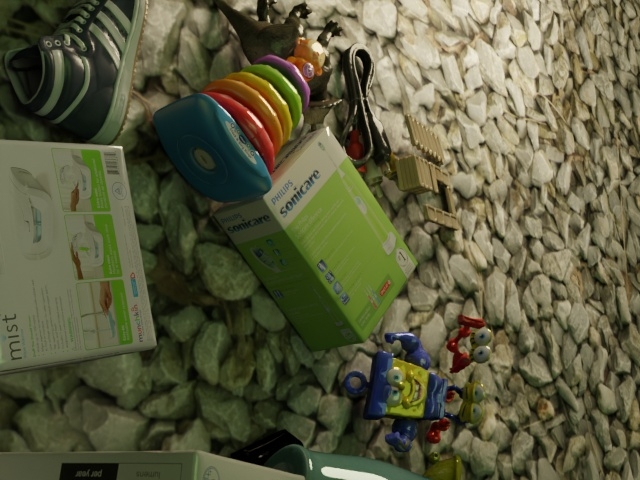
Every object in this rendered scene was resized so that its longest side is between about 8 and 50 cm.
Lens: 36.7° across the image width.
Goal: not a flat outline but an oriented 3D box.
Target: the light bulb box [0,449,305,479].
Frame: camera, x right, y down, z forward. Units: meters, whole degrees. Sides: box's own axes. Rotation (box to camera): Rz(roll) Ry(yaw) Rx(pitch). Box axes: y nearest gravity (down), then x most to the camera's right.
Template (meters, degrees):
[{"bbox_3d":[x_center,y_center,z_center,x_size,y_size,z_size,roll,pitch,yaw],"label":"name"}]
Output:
[{"bbox_3d":[-0.223,0.404,0.961,0.225,0.358,0.361,35,53,-57],"label":"light bulb box"}]

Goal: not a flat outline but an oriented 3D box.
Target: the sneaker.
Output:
[{"bbox_3d":[-0.324,-0.278,1.281,0.153,0.099,0.282,19,68,-44],"label":"sneaker"}]

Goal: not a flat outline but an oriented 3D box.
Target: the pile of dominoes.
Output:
[{"bbox_3d":[0.193,-0.119,1.791,0.251,0.040,0.195,13,66,-69],"label":"pile of dominoes"}]

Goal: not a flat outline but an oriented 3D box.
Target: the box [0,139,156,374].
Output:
[{"bbox_3d":[-0.335,0.021,1.144,0.231,0.127,0.261,-5,82,-51],"label":"box"}]

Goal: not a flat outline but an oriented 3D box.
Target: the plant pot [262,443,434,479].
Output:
[{"bbox_3d":[0.030,0.404,1.285,0.255,0.272,0.271,31,56,-19],"label":"plant pot"}]

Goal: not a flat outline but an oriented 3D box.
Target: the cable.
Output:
[{"bbox_3d":[0.062,-0.216,1.719,0.140,0.072,0.287,-3,68,-35],"label":"cable"}]

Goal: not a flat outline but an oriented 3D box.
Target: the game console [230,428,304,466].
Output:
[{"bbox_3d":[-0.122,0.408,1.328,0.361,0.044,0.213,-14,88,-49],"label":"game console"}]

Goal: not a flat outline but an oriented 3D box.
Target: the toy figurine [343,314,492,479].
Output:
[{"bbox_3d":[0.132,0.285,1.602,0.217,0.191,0.362,15,72,-11],"label":"toy figurine"}]

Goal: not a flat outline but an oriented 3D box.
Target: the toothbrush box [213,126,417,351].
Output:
[{"bbox_3d":[0.000,0.000,1.519,0.283,0.122,0.206,56,46,-20],"label":"toothbrush box"}]

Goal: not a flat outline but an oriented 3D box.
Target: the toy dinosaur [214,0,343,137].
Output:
[{"bbox_3d":[-0.054,-0.304,1.558,0.313,0.121,0.160,44,44,-33],"label":"toy dinosaur"}]

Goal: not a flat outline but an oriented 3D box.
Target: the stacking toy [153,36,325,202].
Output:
[{"bbox_3d":[-0.080,-0.207,1.434,0.302,0.166,0.175,-48,114,-32],"label":"stacking toy"}]
